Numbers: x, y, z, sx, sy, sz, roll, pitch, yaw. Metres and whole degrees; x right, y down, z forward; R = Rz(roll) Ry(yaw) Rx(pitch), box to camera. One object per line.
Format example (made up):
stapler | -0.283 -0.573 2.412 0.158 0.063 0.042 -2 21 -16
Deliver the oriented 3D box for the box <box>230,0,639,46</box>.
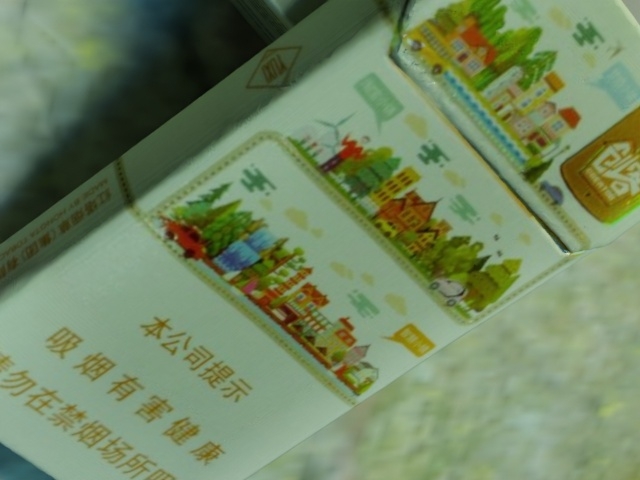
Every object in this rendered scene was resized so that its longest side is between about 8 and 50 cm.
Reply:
box | 0.045 -0.090 0.572 0.129 0.051 0.130 -48 132 -6

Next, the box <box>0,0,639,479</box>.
box | 0.000 -0.001 0.546 0.220 0.032 0.122 -35 132 12
